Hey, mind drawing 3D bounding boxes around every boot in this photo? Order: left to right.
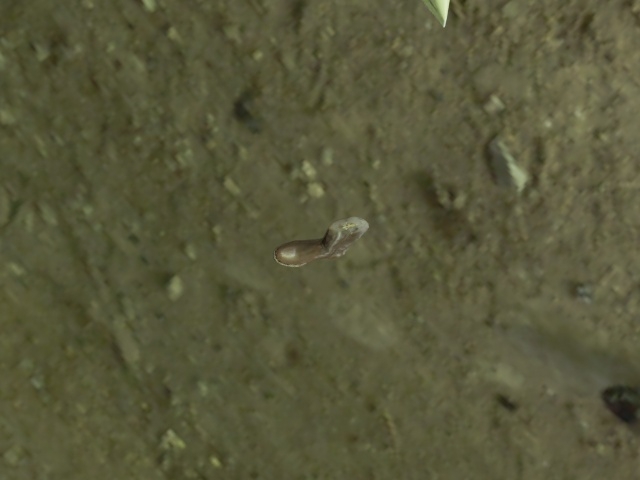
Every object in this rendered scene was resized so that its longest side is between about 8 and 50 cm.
[{"bbox_3d":[0.000,0.000,1.647,0.114,0.106,0.037,136,122,-67],"label":"boot"}]

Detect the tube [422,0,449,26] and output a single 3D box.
[{"bbox_3d":[0.098,-0.311,1.103,0.062,0.070,0.240,13,138,11],"label":"tube"}]
